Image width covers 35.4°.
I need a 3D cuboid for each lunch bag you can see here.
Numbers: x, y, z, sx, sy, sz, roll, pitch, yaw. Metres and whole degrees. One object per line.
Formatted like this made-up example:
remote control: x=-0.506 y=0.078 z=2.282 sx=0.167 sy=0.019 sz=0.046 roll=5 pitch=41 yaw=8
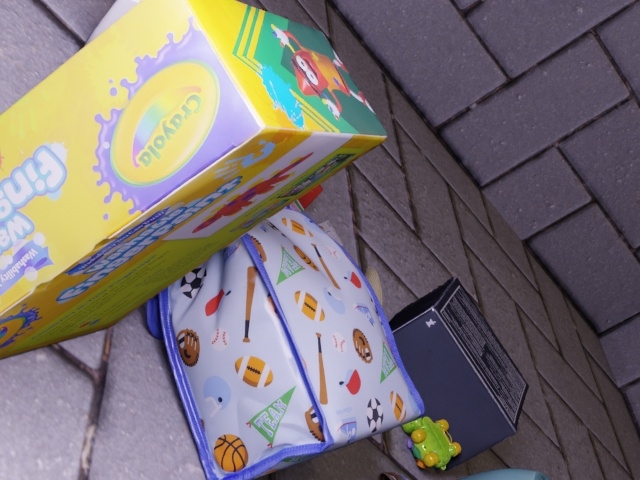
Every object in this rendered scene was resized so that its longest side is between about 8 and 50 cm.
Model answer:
lunch bag: x=-0.064 y=0.121 z=1.421 sx=0.328 sy=0.239 sz=0.385 roll=4 pitch=63 yaw=-65

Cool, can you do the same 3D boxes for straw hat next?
straw hat: x=0.073 y=0.120 z=1.997 sx=0.061 sy=0.144 sz=0.144 roll=2 pitch=45 yaw=-15

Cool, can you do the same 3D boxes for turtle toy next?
turtle toy: x=0.201 y=0.380 z=1.908 sx=0.095 sy=0.066 sz=0.130 roll=-10 pitch=64 yaw=-44

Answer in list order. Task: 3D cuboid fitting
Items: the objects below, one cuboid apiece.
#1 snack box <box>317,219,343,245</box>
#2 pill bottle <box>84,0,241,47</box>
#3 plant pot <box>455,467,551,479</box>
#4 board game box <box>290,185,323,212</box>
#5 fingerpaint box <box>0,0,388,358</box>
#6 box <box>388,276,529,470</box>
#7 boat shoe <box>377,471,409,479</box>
snack box: x=0.000 y=0.000 z=2.070 sx=0.064 sy=0.022 sz=0.178 roll=59 pitch=19 yaw=2
pill bottle: x=-0.172 y=-0.286 z=1.672 sx=0.392 sy=0.224 sz=0.224 roll=36 pitch=26 yaw=-17
plant pot: x=0.312 y=0.524 z=1.707 sx=0.293 sy=0.235 sz=0.293 roll=48 pitch=21 yaw=-25
board game box: x=-0.118 y=-0.144 z=1.941 sx=0.242 sy=0.064 sz=0.316 roll=55 pitch=20 yaw=-7
fingerpaint box: x=-0.197 y=-0.055 z=1.047 sx=0.163 sy=0.445 sz=0.371 roll=59 pitch=20 yaw=6
box: x=0.266 y=0.266 z=2.065 sx=0.296 sy=0.183 sz=0.294 roll=56 pitch=18 yaw=2
boat shoe: x=0.131 y=0.459 z=1.640 sx=0.066 sy=0.066 sz=0.183 roll=36 pitch=19 yaw=-37
